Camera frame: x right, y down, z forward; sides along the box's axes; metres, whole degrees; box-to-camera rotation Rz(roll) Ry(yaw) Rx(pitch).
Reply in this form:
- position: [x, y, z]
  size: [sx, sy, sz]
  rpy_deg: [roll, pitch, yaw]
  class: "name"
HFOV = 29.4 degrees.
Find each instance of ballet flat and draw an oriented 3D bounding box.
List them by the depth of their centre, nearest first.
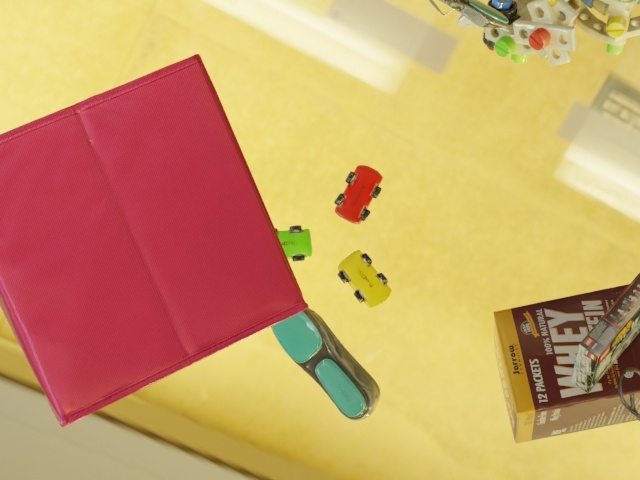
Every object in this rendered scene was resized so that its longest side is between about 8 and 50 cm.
- position: [0.157, -0.264, 1.379]
  size: [0.114, 0.041, 0.041]
  rpy_deg: [34, -165, -1]
  class: "ballet flat"
- position: [0.004, 0.158, 1.704]
  size: [0.213, 0.072, 0.068]
  rpy_deg: [52, -155, 7]
  class: "ballet flat"

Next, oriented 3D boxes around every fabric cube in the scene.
- position: [-0.199, -0.002, 1.196]
  size: [0.258, 0.259, 0.254]
  rpy_deg: [66, 164, -5]
  class: "fabric cube"

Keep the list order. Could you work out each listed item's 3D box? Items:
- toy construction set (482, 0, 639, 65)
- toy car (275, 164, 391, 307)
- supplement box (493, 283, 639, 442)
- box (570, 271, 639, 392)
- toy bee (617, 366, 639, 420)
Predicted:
- position: [0.385, -0.345, 1.917]
  size: [0.215, 0.151, 0.328]
  rpy_deg: [31, -144, 27]
  class: "toy construction set"
- position: [0.000, 0.000, 2.048]
  size: [0.225, 0.239, 0.053]
  rpy_deg: [-5, 178, -3]
  class: "toy car"
- position: [0.320, 0.152, 1.493]
  size: [0.191, 0.194, 0.129]
  rpy_deg: [68, -169, -69]
  class: "supplement box"
- position: [0.327, 0.094, 1.331]
  size: [0.027, 0.137, 0.094]
  rpy_deg: [36, 158, 24]
  class: "box"
- position: [0.428, 0.274, 1.242]
  size: [0.298, 0.162, 0.195]
  rpy_deg: [55, -136, -17]
  class: "toy bee"
